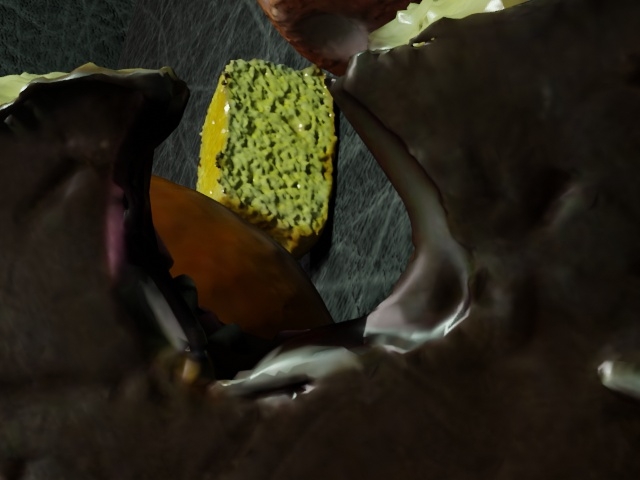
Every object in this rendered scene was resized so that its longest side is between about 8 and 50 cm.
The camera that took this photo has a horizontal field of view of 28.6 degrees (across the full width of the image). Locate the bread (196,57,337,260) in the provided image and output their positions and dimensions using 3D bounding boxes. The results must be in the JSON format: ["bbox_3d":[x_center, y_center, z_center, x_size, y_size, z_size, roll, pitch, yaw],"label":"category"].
[{"bbox_3d":[-0.041,-0.067,0.979,0.065,0.103,0.187,125,152,-49],"label":"bread"}]

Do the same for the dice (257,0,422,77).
[{"bbox_3d":[0.073,-0.175,0.611,0.179,0.174,0.175,144,142,-64],"label":"dice"}]

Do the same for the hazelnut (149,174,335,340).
[{"bbox_3d":[-0.142,0.115,0.699,0.315,0.372,0.372,-49,21,8],"label":"hazelnut"}]

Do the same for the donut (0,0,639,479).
[{"bbox_3d":[0.003,0.022,0.462,0.136,0.345,0.259,-65,-43,-69],"label":"donut"}]
